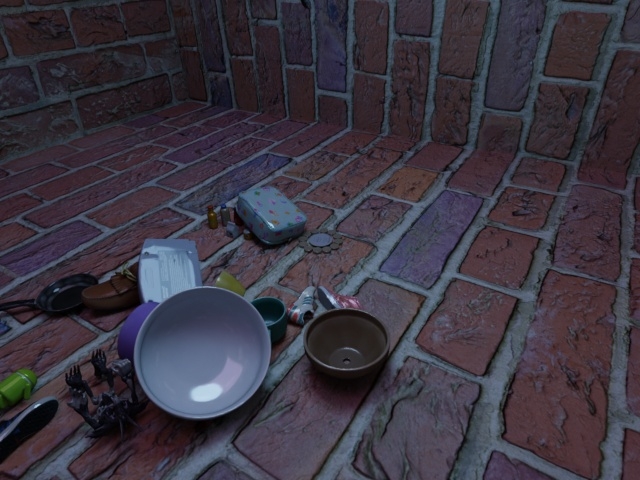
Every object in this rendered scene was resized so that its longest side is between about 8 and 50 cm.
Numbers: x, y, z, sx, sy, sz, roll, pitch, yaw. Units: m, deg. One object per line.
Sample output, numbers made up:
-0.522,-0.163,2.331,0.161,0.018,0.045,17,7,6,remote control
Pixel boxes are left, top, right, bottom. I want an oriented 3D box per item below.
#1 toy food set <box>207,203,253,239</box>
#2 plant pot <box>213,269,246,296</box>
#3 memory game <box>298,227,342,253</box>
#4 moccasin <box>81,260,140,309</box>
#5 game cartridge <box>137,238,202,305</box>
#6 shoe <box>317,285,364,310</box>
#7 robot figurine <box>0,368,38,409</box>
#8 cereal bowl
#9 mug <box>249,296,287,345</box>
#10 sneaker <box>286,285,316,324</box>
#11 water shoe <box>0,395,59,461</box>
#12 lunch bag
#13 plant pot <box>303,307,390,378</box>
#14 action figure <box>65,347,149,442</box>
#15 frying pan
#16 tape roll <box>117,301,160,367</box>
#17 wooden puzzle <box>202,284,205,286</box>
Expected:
-0.373,-0.090,1.826,0.232,0.104,0.111,19,39,29,toy food set
-0.304,0.178,1.412,0.095,0.134,0.134,24,35,-4,plant pot
0.000,0.000,1.751,0.186,0.012,0.186,-2,33,1,memory game
-0.618,0.128,1.471,0.380,0.146,0.139,-16,36,-20,moccasin
-0.492,0.129,1.398,0.198,0.062,0.297,-1,58,-26,game cartridge
0.067,0.202,1.397,0.081,0.063,0.178,-21,43,-28,shoe
-0.821,0.395,1.149,0.101,0.067,0.115,2,32,26,robot figurine
-0.311,0.299,1.128,0.339,0.141,0.338,11,61,-20,cereal bowl
-0.171,0.257,1.291,0.130,0.097,0.157,13,37,21,mug
-0.046,0.216,1.398,0.075,0.057,0.161,29,41,15,sneaker
-0.755,0.455,1.049,0.080,0.072,0.203,13,36,26,water shoe
-0.199,-0.106,1.784,0.224,0.107,0.279,-18,53,-43,lunch bag
0.072,0.304,1.193,0.238,0.109,0.237,-1,33,1,plant pot
-0.551,0.386,1.083,0.276,0.140,0.164,22,39,38,action figure
-0.919,0.212,1.450,0.326,0.053,0.197,-31,43,-34,frying pan
-0.468,0.273,1.203,0.080,0.188,0.189,12,36,22,tape roll
-0.420,0.179,1.508,0.083,0.006,0.049,19,39,30,wooden puzzle
